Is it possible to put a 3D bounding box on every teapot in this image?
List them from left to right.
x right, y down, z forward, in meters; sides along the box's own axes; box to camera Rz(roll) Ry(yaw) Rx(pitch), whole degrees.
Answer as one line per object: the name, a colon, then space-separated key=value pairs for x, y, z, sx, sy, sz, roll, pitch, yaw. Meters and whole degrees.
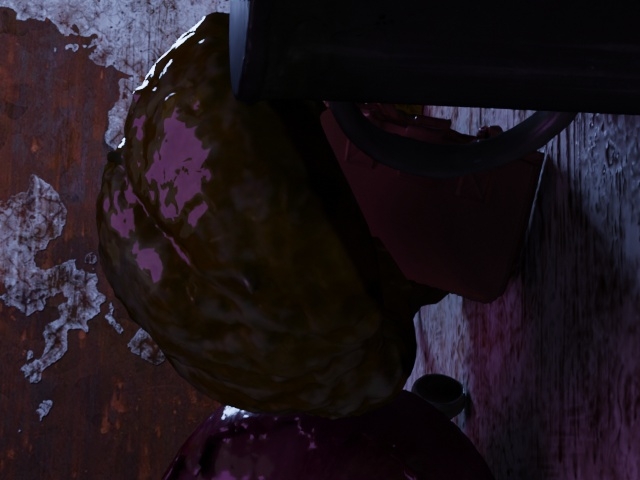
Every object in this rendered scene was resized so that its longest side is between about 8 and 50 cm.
teapot: x=0.087 y=-0.146 z=0.729 sx=0.270 sy=0.337 sz=0.200 roll=102 pitch=168 yaw=-48

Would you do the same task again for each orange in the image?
orange: x=-0.050 y=0.013 z=0.921 sx=0.271 sy=0.210 sz=0.369 roll=60 pitch=178 yaw=36

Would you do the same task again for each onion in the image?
onion: x=0.013 y=0.288 z=1.099 sx=0.345 sy=0.358 sz=0.358 roll=-55 pitch=-25 yaw=-62

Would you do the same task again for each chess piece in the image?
chess piece: x=0.123 y=0.219 z=1.275 sx=0.059 sy=0.059 sz=0.149 roll=-105 pitch=13 yaw=-62

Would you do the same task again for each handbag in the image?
handbag: x=0.088 y=-0.043 z=1.093 sx=0.059 sy=0.212 sz=0.157 roll=-46 pitch=-31 yaw=-58

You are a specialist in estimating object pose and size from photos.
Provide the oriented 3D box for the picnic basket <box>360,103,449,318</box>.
picnic basket: x=0.021 y=-0.027 z=1.357 sx=0.321 sy=0.291 sz=0.254 roll=6 pitch=-98 yaw=-57

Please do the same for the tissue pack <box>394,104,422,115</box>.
tissue pack: x=0.072 y=-0.111 z=1.546 sx=0.062 sy=0.095 sz=0.176 roll=-111 pitch=27 yaw=-66
